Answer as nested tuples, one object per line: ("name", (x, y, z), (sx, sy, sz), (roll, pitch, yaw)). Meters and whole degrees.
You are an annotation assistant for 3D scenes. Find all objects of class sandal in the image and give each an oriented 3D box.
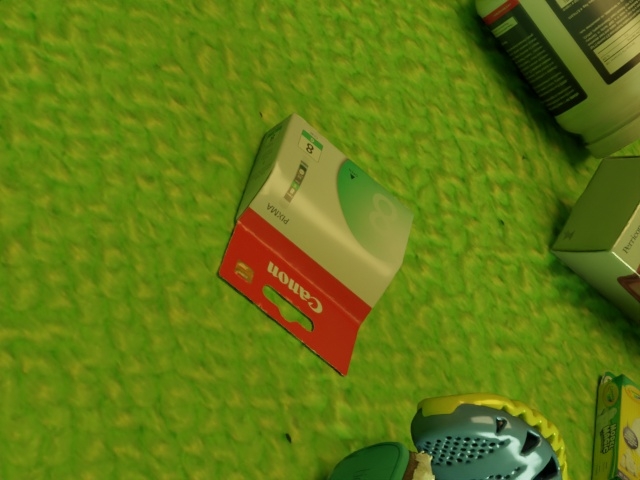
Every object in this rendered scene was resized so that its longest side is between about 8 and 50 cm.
("sandal", (0.185, 0.262, 1.594), (0.317, 0.126, 0.138), (49, 45, -36))

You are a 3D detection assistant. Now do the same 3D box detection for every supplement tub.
("supplement tub", (0.349, -0.264, 2.158), (0.272, 0.191, 0.191), (53, 36, -4))

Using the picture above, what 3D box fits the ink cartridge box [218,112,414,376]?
("ink cartridge box", (0.000, 0.000, 1.680), (0.181, 0.056, 0.224), (40, 37, -20))

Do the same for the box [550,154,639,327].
("box", (0.428, 0.019, 2.039), (0.232, 0.127, 0.148), (38, 74, -23))

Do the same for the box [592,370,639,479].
("box", (0.369, 0.238, 1.923), (0.105, 0.043, 0.179), (38, 38, -23))

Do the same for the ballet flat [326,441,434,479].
("ballet flat", (0.016, 0.316, 1.390), (0.147, 0.147, 0.409), (53, 34, -4))
